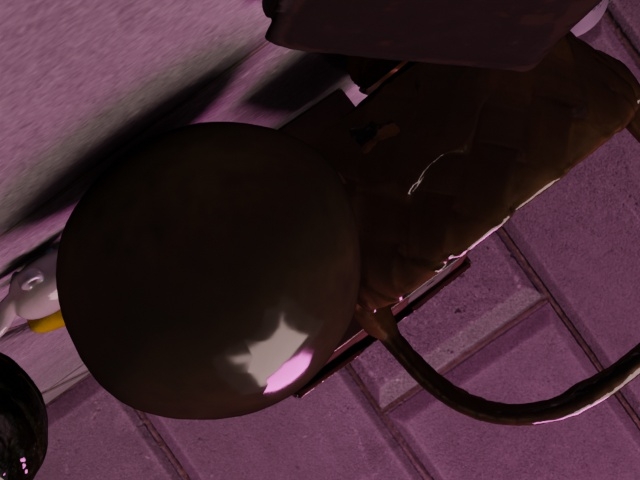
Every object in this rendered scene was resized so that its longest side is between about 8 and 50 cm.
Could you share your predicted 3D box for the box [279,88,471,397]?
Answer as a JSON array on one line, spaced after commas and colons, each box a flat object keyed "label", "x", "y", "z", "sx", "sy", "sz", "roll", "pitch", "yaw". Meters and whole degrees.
[{"label": "box", "x": 0.000, "y": 0.000, "z": 1.326, "sx": 0.215, "sy": 0.215, "sz": 0.086, "roll": -35, "pitch": 171, "yaw": -11}]

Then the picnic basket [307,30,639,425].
[{"label": "picnic basket", "x": 0.153, "y": -0.011, "z": 1.131, "sx": 0.293, "sy": 0.337, "sz": 0.337, "roll": -37, "pitch": 178, "yaw": 10}]

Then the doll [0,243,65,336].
[{"label": "doll", "x": -0.201, "y": 0.040, "z": 1.065, "sx": 0.135, "sy": 0.071, "sz": 0.113, "roll": -30, "pitch": 169, "yaw": -15}]

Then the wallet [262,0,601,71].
[{"label": "wallet", "x": 0.077, "y": -0.141, "z": 0.624, "sx": 0.165, "sy": 0.042, "sz": 0.309, "roll": 3, "pitch": 168, "yaw": -13}]

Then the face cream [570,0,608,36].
[{"label": "face cream", "x": 0.208, "y": -0.225, "z": 1.239, "sx": 0.091, "sy": 0.091, "sz": 0.095, "roll": -35, "pitch": 170, "yaw": 1}]

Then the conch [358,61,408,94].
[{"label": "conch", "x": 0.156, "y": -0.189, "z": 1.367, "sx": 0.232, "sy": 0.080, "sz": 0.086, "roll": -34, "pitch": 170, "yaw": -17}]

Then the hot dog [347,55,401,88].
[{"label": "hot dog", "x": 0.053, "y": -0.152, "z": 1.101, "sx": 0.083, "sy": 0.035, "sz": 0.058, "roll": -36, "pitch": 178, "yaw": 32}]

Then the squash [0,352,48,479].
[{"label": "squash", "x": -0.304, "y": 0.168, "z": 1.113, "sx": 0.193, "sy": 0.156, "sz": 0.193, "roll": -15, "pitch": -165, "yaw": 4}]

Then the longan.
[{"label": "longan", "x": -0.071, "y": 0.022, "z": 0.909, "sx": 0.196, "sy": 0.196, "sz": 0.220, "roll": -35, "pitch": -176, "yaw": -19}]
